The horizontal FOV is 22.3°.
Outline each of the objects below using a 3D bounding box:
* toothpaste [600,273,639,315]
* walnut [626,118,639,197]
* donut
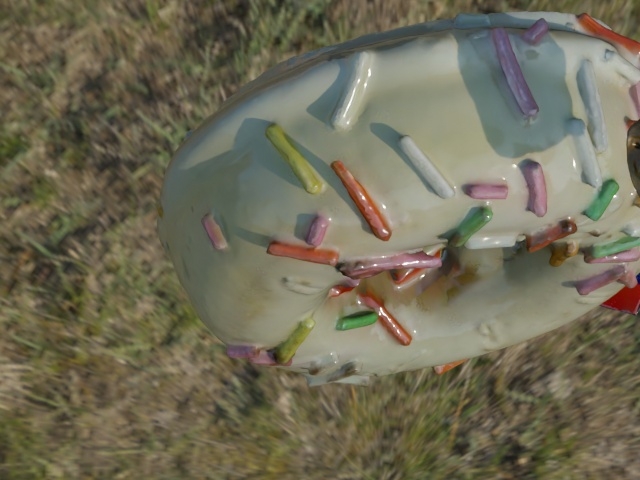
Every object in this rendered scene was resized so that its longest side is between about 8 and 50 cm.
[{"bbox_3d":[0.190,-0.005,1.719,0.320,0.076,0.066,16,113,1],"label":"toothpaste"},{"bbox_3d":[0.229,-0.039,0.887,0.121,0.052,0.091,25,105,27],"label":"walnut"},{"bbox_3d":[0.076,-0.014,1.121,0.383,0.382,0.142,-13,68,0],"label":"donut"}]
